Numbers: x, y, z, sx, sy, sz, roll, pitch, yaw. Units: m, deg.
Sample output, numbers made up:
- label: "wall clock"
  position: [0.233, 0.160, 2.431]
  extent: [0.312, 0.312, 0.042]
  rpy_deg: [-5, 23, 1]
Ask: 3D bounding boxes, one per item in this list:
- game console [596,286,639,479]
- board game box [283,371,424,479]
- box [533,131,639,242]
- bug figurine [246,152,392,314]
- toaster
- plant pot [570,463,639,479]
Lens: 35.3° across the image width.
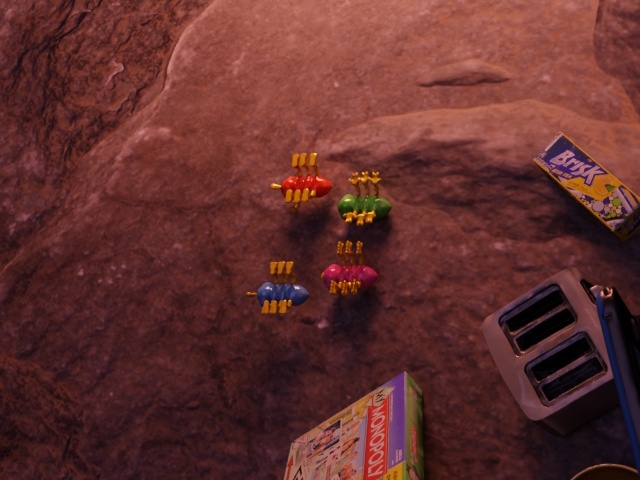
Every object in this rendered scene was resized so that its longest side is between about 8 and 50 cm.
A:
- label: "game console"
  position: [0.437, 0.196, 1.110]
  extent: [0.173, 0.250, 0.293]
  rpy_deg: [-17, 66, 19]
- label: "board game box"
  position: [0.039, 0.316, 1.335]
  extent: [0.213, 0.046, 0.317]
  rpy_deg: [-35, 14, 16]
- label: "box"
  position: [0.377, -0.075, 1.400]
  extent: [0.059, 0.054, 0.169]
  rpy_deg: [-46, 54, 8]
- label: "bug figurine"
  position: [0.000, 0.000, 1.596]
  extent: [0.216, 0.072, 0.279]
  rpy_deg: [2, 67, 26]
- label: "toaster"
  position: [0.315, 0.148, 1.313]
  extent: [0.186, 0.110, 0.168]
  rpy_deg: [-34, 56, 17]
- label: "plant pot"
  position: [0.359, 0.345, 1.209]
  extent: [0.134, 0.095, 0.134]
  rpy_deg: [-12, 62, 24]
